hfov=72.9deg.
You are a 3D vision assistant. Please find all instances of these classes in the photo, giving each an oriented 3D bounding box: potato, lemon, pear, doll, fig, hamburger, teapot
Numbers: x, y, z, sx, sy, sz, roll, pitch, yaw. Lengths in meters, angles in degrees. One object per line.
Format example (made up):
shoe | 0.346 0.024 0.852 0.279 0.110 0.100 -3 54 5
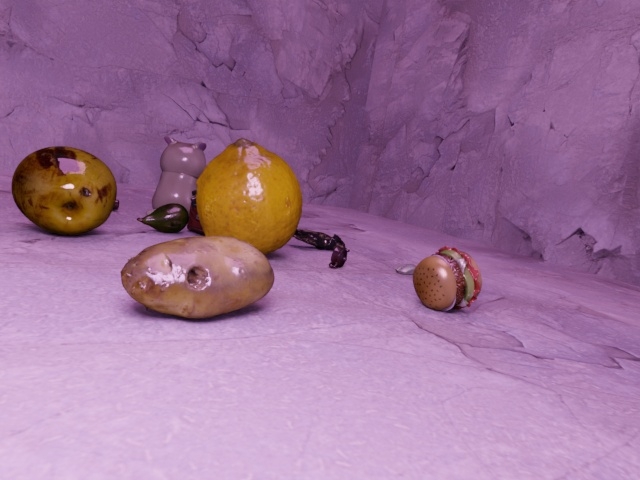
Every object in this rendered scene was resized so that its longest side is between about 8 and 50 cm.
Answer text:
potato | -0.232 0.070 0.841 0.296 0.141 0.191 2 28 -43
lemon | -0.226 -0.130 1.378 0.349 0.388 0.350 3 28 -1
pear | -0.755 -0.146 1.286 0.283 0.284 0.283 9 9 -1
doll | -0.627 -0.255 1.936 0.214 0.371 0.226 11 -9 4
fig | -0.564 -0.073 1.548 0.177 0.117 0.117 -19 25 -37
hamburger | 0.319 0.106 1.125 0.136 0.176 0.175 -12 19 -30
teapot | 0.064 0.059 1.438 0.045 0.068 0.100 17 47 30

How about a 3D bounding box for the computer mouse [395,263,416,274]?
computer mouse | 0.309 0.099 1.530 0.110 0.032 0.055 2 11 -38

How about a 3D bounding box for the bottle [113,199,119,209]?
bottle | -0.936 -0.158 1.820 0.164 0.060 0.060 4 10 -32

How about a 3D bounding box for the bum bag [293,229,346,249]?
bum bag | 0.000 0.001 1.726 0.247 0.069 0.102 7 33 -28

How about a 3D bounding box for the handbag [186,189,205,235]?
handbag | -0.392 -0.107 1.641 0.254 0.182 0.181 15 10 38

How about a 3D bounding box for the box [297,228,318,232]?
box | -0.097 -0.036 2.000 0.166 0.024 0.090 0 13 -42
